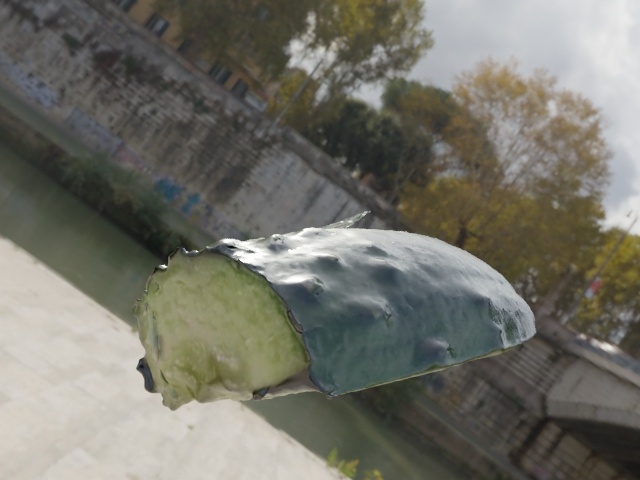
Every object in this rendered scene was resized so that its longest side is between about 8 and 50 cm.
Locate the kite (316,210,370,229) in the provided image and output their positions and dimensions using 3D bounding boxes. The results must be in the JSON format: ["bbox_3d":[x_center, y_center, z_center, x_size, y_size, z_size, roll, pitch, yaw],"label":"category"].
[{"bbox_3d":[0.001,0.001,1.341,0.250,0.229,0.012,1,-61,56],"label":"kite"}]

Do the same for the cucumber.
[{"bbox_3d":[0.046,0.040,0.594,0.145,0.105,0.325,-13,-8,41],"label":"cucumber"}]
